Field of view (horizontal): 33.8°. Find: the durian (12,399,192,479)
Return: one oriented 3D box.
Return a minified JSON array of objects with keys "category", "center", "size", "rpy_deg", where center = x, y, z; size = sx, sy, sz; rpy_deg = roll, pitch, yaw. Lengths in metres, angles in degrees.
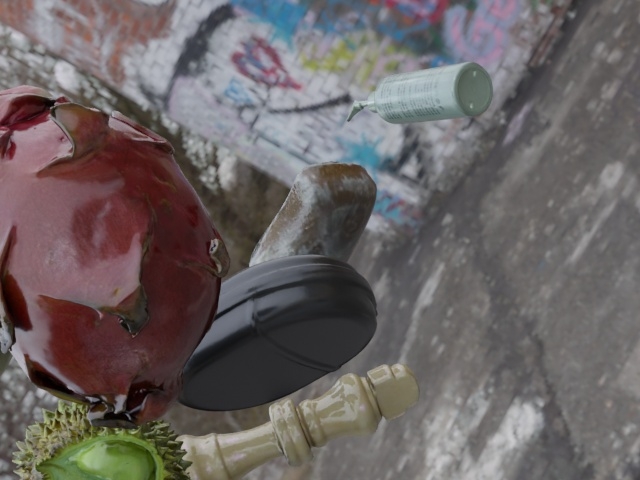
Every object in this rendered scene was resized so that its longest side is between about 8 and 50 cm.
[{"category":"durian","center":[-0.242,0.283,1.181],"size":[0.176,0.200,0.237],"rpy_deg":[-109,17,-76]}]

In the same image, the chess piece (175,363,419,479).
[{"category":"chess piece","center":[-0.040,0.282,1.560],"size":[0.397,0.117,0.117],"rpy_deg":[-21,0,-2]}]

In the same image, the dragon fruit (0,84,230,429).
[{"category":"dragon fruit","center":[-0.201,0.014,0.938],"size":[0.250,0.250,0.315],"rpy_deg":[125,131,-79]}]

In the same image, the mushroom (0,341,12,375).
[{"category":"mushroom","center":[-0.607,0.093,1.528],"size":[0.260,0.352,0.352],"rpy_deg":[-55,2,5]}]

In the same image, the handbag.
[{"category":"handbag","center":[-0.068,0.128,1.368],"size":[0.308,0.253,0.093],"rpy_deg":[-30,57,21]}]

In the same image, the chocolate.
[{"category":"chocolate","center":[-0.001,0.001,1.605],"size":[0.156,0.080,0.254],"rpy_deg":[-1,-47,-38]}]

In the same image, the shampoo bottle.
[{"category":"shampoo bottle","center":[0.097,-0.152,1.116],"size":[0.195,0.056,0.056],"rpy_deg":[5,61,56]}]
